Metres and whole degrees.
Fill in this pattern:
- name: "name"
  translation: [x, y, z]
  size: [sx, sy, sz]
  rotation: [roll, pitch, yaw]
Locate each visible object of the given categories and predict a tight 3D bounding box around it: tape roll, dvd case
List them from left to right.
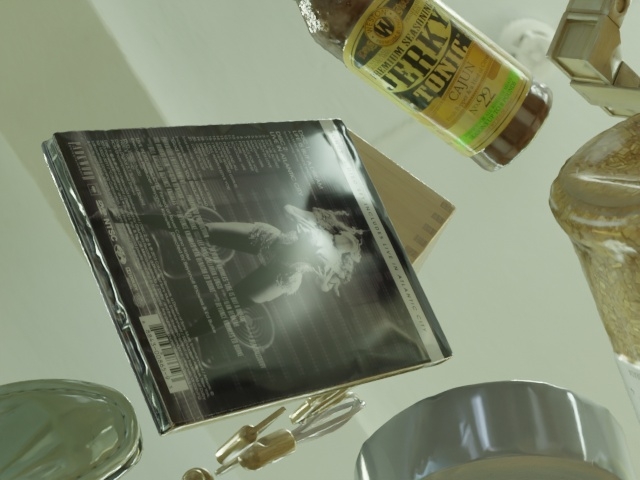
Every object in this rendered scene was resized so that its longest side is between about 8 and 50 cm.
- name: "dvd case"
  translation: [-0.033, 0.010, 0.789]
  size: [0.221, 0.018, 0.164]
  rotation: [-8, -112, -47]
- name: "tape roll"
  translation: [0.136, 0.203, 1.121]
  size: [0.219, 0.072, 0.219]
  rotation: [-3, -45, -3]

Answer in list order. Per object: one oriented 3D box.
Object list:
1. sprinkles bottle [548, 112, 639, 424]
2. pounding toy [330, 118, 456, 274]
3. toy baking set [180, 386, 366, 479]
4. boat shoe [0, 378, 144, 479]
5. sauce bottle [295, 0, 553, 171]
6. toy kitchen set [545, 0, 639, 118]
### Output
- name: "sprinkles bottle"
  translation: [0.230, 0.103, 0.742]
  size: [0.121, 0.121, 0.355]
  rotation: [-28, -66, -7]
- name: "pounding toy"
  translation: [-0.009, -0.003, 1.229]
  size: [0.181, 0.206, 0.094]
  rotation: [36, -119, 7]
- name: "toy baking set"
  translation: [-0.037, 0.183, 1.293]
  size: [0.197, 0.256, 0.030]
  rotation: [-29, -103, -13]
- name: "boat shoe"
  translation: [-0.203, 0.142, 0.842]
  size: [0.228, 0.081, 0.068]
  rotation: [-17, -32, 9]
- name: "sauce bottle"
  translation: [0.066, -0.201, 1.397]
  size: [0.344, 0.111, 0.111]
  rotation: [34, -85, -15]
- name: "toy kitchen set"
  translation: [0.199, -0.122, 0.894]
  size: [0.083, 0.068, 0.075]
  rotation: [32, -103, -44]
